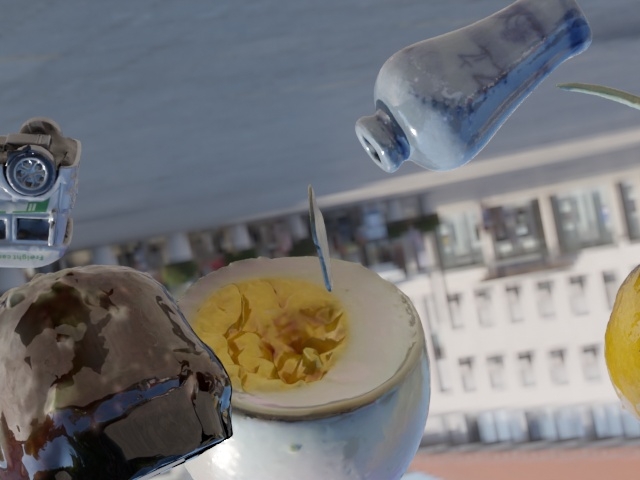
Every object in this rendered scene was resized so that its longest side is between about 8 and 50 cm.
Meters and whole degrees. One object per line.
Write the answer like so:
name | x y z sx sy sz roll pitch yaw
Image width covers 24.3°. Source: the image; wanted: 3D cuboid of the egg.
egg | -0.029 0.245 1.996 0.355 0.340 0.354 -1 -143 1

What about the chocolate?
chocolate | -0.224 0.133 1.325 0.225 0.210 0.340 -19 171 -30

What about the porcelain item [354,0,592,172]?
porcelain item | 0.157 -0.166 1.545 0.259 0.141 0.141 -35 -177 -6

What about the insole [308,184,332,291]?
insole | 0.000 0.000 1.341 0.006 0.065 0.193 -7 162 3

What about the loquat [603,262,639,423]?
loquat | 0.345 0.090 1.269 0.208 0.208 0.208 -11 180 0

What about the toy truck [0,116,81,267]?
toy truck | -0.321 -0.037 1.187 0.253 0.124 0.114 3 -160 -7

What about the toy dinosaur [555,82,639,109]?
toy dinosaur | 0.373 -0.047 1.186 0.092 0.393 0.205 -58 172 29
